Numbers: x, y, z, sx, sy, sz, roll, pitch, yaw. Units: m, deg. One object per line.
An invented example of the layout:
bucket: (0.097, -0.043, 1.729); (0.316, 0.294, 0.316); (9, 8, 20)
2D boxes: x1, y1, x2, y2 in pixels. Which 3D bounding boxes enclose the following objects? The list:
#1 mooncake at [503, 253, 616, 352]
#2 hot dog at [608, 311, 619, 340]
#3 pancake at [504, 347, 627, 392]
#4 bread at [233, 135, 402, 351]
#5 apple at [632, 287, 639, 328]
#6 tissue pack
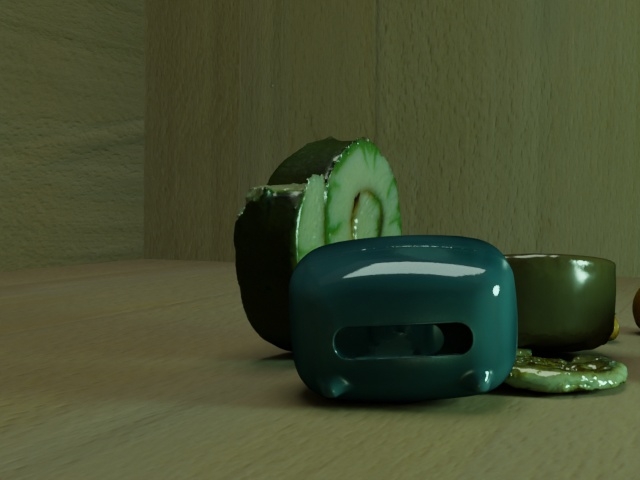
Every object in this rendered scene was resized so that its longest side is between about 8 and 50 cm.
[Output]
mooncake: (0.342, 0.106, 1.573); (0.285, 0.155, 0.284); (-1, -6, 0)
hot dog: (0.476, 0.144, 1.812); (0.109, 0.072, 0.269); (-3, 2, -19)
pancake: (0.304, 0.178, 1.344); (0.254, 0.037, 0.253); (2, 0, 0)
bread: (0.000, 0.000, 1.560); (0.129, 0.366, 0.382); (3, -18, 30)
apple: (0.645, 0.128, 1.822); (0.099, 0.102, 0.114); (2, 4, 11)
tissue pack: (0.104, 0.101, 1.212); (0.288, 0.198, 0.206); (-1, 17, 4)
